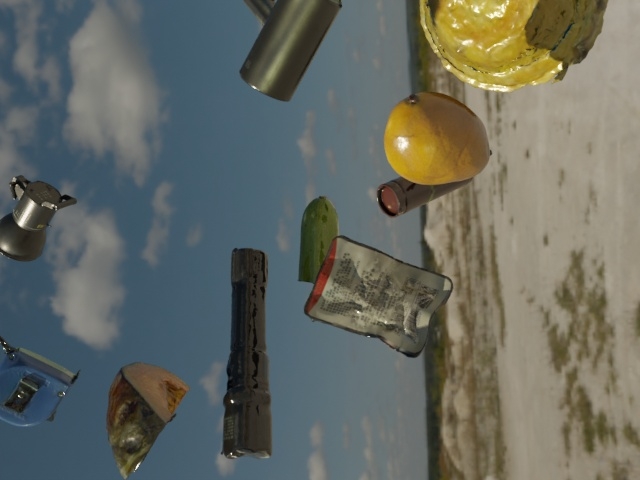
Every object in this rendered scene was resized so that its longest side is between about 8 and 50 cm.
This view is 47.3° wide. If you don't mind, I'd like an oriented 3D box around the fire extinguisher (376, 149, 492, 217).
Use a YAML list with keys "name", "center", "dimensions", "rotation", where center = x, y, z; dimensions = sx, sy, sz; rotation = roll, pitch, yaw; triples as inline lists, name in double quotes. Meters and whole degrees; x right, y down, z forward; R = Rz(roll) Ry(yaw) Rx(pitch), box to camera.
- name: "fire extinguisher"
  center: [0.314, -0.169, 1.964]
  dimensions: [0.105, 0.341, 0.141]
  rotation: [65, 153, 0]

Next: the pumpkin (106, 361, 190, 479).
- name: "pumpkin"
  center: [-0.371, 0.347, 1.436]
  dimensions: [0.169, 0.148, 0.312]
  rotation: [-52, 0, 1]

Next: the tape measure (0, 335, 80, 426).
- name: "tape measure"
  center: [-0.889, 0.384, 2.075]
  dimensions: [0.215, 0.351, 0.098]
  rotation: [-56, 13, 5]

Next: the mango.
- name: "mango"
  center: [0.191, -0.154, 1.179]
  dimensions: [0.227, 0.109, 0.147]
  rotation: [21, -76, -43]

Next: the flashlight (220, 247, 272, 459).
- name: "flashlight"
  center: [-0.143, 0.210, 1.432]
  dimensions: [0.103, 0.103, 0.424]
  rotation: [70, -163, -66]

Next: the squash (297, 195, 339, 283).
- name: "squash"
  center: [0.000, 0.000, 1.556]
  dimensions: [0.095, 0.095, 0.188]
  rotation: [16, -103, -82]

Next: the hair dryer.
- name: "hair dryer"
  center: [-0.058, -0.328, 0.984]
  dimensions: [0.195, 0.078, 0.248]
  rotation: [-57, 41, 22]

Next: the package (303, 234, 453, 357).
- name: "package"
  center: [0.102, 0.098, 1.276]
  dimensions: [0.040, 0.232, 0.166]
  rotation: [70, -139, -68]

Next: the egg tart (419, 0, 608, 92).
- name: "egg tart"
  center: [0.333, -0.453, 1.347]
  dimensions: [0.169, 0.388, 0.388]
  rotation: [-27, -61, -48]

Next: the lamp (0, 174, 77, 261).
- name: "lamp"
  center: [-0.779, -0.076, 1.965]
  dimensions: [0.227, 0.172, 0.147]
  rotation: [-50, -9, 28]
